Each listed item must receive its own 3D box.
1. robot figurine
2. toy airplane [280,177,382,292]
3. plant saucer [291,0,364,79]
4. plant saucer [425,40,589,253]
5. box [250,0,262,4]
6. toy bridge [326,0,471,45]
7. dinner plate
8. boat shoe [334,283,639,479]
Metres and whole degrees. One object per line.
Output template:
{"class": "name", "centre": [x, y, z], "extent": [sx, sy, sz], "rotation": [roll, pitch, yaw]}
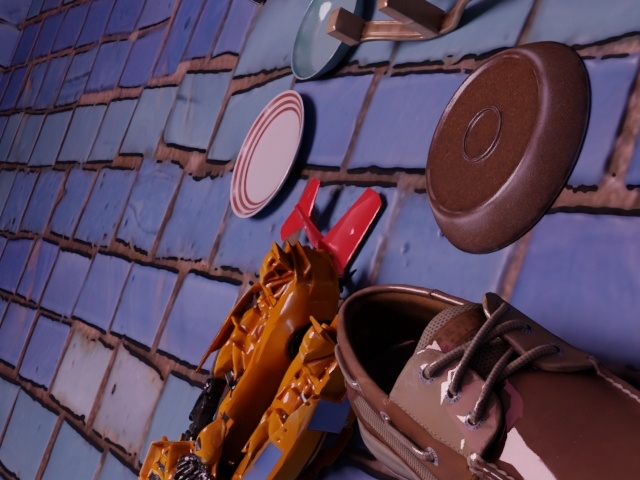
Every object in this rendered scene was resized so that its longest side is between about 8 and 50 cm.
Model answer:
{"class": "robot figurine", "centre": [-0.060, 0.154, 0.993], "extent": [0.291, 0.085, 0.211], "rotation": [-58, 34, 20]}
{"class": "toy airplane", "centre": [0.000, 0.000, 1.068], "extent": [0.151, 0.028, 0.151], "rotation": [-42, 37, 43]}
{"class": "plant saucer", "centre": [0.011, -0.213, 1.215], "extent": [0.119, 0.021, 0.119], "rotation": [-42, 36, 42]}
{"class": "plant saucer", "centre": [0.128, -0.073, 0.888], "extent": [0.168, 0.029, 0.168], "rotation": [-40, 38, 42]}
{"class": "box", "centre": [-0.045, -0.413, 1.436], "extent": [0.220, 0.051, 0.175], "rotation": [-51, 31, 29]}
{"class": "toy bridge", "centre": [0.078, -0.194, 1.030], "extent": [0.188, 0.063, 0.026], "rotation": [-9, 62, 58]}
{"class": "dinner plate", "centre": [-0.051, -0.087, 1.240], "extent": [0.141, 0.017, 0.141], "rotation": [-40, 38, 42]}
{"class": "boat shoe", "centre": [0.093, 0.095, 0.683], "extent": [0.123, 0.116, 0.324], "rotation": [-36, 20, -20]}
